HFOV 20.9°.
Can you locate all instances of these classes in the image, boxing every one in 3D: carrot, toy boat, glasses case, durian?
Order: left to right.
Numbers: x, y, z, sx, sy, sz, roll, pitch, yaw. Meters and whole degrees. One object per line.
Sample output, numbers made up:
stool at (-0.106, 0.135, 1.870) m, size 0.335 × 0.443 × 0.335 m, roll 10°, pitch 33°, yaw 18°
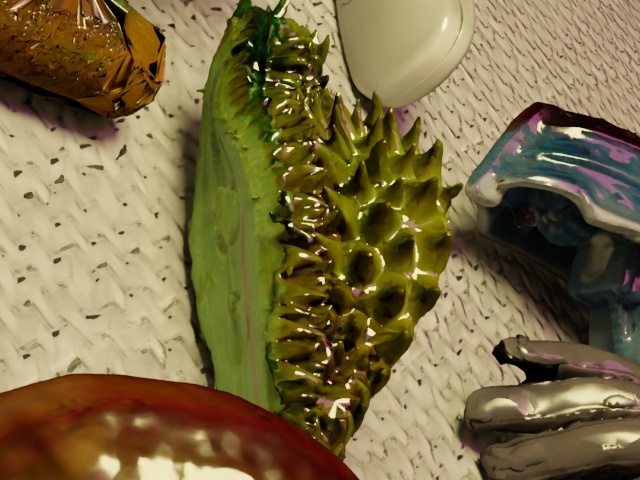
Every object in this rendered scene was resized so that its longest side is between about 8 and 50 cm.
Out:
carrot at (-0.167, -0.117, 0.817) m, size 0.228 × 0.069 × 0.069 m, roll 22°, pitch 40°, yaw -43°
durian at (-0.004, -0.004, 0.861) m, size 0.106 × 0.132 × 0.375 m, roll 21°, pitch 45°, yaw -25°
glasses case at (0.055, -0.183, 1.189) m, size 0.059 × 0.092 × 0.233 m, roll 35°, pitch 34°, yaw -34°
toy boat at (0.204, 0.022, 1.160) m, size 0.309 × 0.129 × 0.142 m, roll 31°, pitch 63°, yaw -34°

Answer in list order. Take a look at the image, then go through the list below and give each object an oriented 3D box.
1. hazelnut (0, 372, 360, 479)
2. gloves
hazelnut at (-0.071, 0.129, 0.563) m, size 0.208 × 0.208 × 0.208 m, roll 37°, pitch 32°, yaw -27°
gloves at (0.199, 0.158, 1.018) m, size 0.285 × 0.119 × 0.142 m, roll 41°, pitch -1°, yaw -14°
